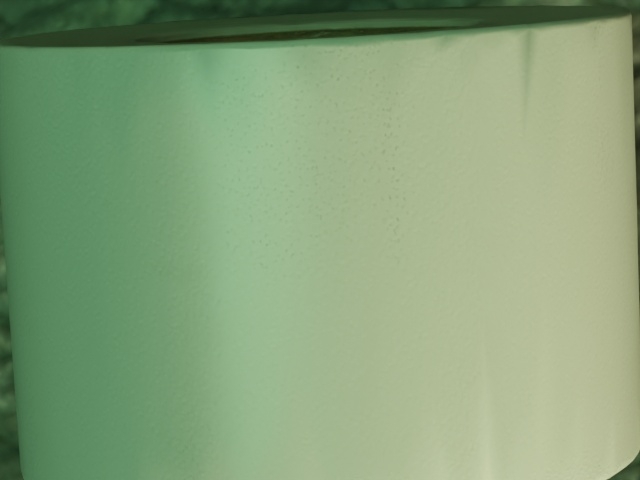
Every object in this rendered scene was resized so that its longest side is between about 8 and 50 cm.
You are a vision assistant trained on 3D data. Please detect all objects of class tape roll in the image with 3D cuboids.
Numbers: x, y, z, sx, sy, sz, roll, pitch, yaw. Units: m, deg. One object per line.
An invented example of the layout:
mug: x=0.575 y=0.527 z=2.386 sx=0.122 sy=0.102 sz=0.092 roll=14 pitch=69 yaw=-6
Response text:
tape roll: x=0.000 y=0.000 z=0.758 sx=0.246 sy=0.246 sz=0.169 roll=2 pitch=99 yaw=26
